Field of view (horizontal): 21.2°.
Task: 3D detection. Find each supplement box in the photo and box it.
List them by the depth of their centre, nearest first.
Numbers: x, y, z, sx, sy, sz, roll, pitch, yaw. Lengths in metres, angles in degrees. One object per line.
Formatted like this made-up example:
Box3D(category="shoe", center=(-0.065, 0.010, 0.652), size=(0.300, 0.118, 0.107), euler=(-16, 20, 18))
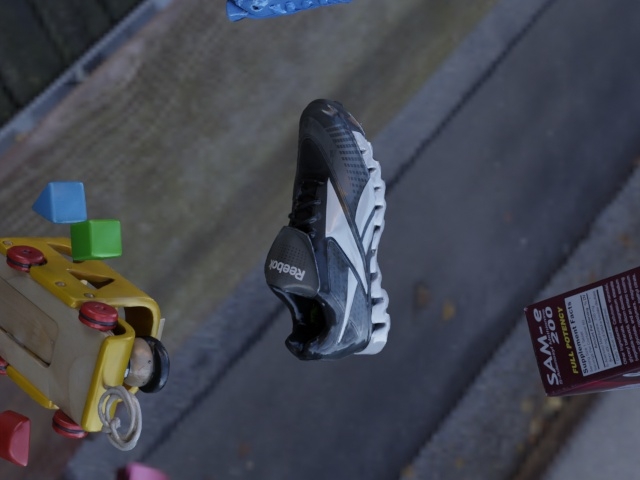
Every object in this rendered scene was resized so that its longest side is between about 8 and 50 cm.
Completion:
Box3D(category="supplement box", center=(0.278, 0.046, 1.204), size=(0.130, 0.239, 0.073), euler=(0, 73, -44))

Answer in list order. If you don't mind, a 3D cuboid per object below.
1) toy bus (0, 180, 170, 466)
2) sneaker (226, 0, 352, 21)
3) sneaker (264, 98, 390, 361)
Box3D(category="toy bus", center=(-0.167, 0.072, 1.265), size=(0.104, 0.191, 0.202), euler=(-2, 71, -43))
Box3D(category="sneaker", center=(-0.016, -0.188, 1.234), size=(0.069, 0.209, 0.082), euler=(18, 85, -73))
Box3D(category="sneaker", center=(0.000, 0.000, 1.447), size=(0.106, 0.078, 0.234), euler=(-20, 112, -39))
